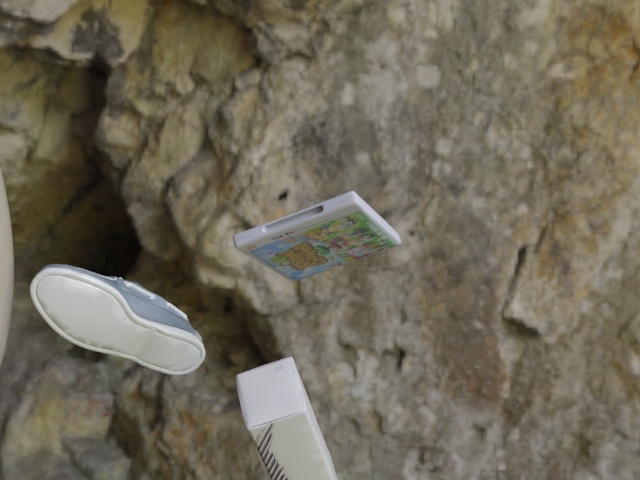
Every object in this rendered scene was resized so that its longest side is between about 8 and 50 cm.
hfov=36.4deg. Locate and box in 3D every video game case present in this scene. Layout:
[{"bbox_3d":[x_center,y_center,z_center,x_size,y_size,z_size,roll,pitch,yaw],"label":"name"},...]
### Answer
[{"bbox_3d":[0.000,0.000,1.465,0.193,0.023,0.212,-20,-23,16],"label":"video game case"}]

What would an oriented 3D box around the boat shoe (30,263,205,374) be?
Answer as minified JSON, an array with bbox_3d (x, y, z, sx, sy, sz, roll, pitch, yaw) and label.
[{"bbox_3d":[-0.327,0.116,1.570,0.319,0.116,0.099,32,20,-33],"label":"boat shoe"}]

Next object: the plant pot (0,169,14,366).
[{"bbox_3d":[-0.343,0.003,0.742,0.256,0.256,0.274,7,-34,-27],"label":"plant pot"}]

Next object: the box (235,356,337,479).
[{"bbox_3d":[-0.045,0.313,1.512,0.094,0.113,0.275,-18,-48,-1],"label":"box"}]
